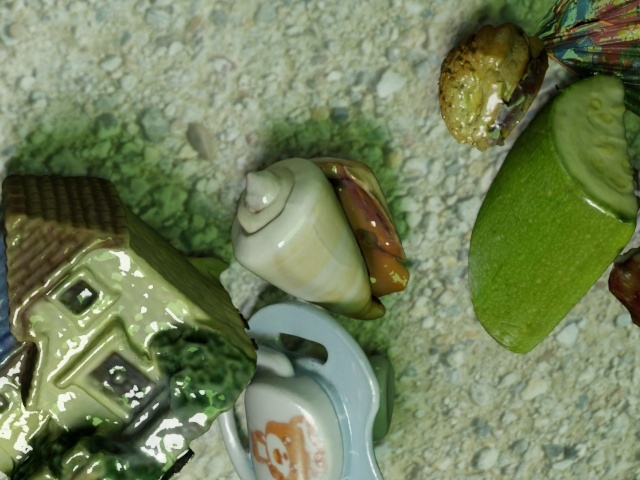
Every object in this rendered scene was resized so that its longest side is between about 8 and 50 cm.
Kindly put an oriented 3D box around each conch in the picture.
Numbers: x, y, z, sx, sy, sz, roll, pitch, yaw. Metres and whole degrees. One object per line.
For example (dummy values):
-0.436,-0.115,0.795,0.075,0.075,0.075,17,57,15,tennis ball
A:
-0.009,-0.005,1.561,0.158,0.127,0.255,-53,143,-15,conch

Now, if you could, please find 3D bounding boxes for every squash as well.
0.229,-0.028,1.635,0.111,0.203,0.288,8,149,-15,squash

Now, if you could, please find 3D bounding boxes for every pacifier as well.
0.009,0.179,1.628,0.207,0.227,0.279,-22,116,-40,pacifier

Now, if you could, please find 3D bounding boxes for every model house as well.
-0.257,0.101,1.460,0.321,0.261,0.266,-43,115,4,model house

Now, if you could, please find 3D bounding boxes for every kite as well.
0.308,-0.233,1.569,0.183,0.014,0.241,-8,115,-10,kite

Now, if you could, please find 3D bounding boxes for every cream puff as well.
0.170,-0.157,1.517,0.104,0.119,0.133,33,93,-3,cream puff

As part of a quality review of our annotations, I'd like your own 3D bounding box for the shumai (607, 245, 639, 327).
0.459,0.040,1.553,0.283,0.217,0.346,-26,149,-40,shumai
